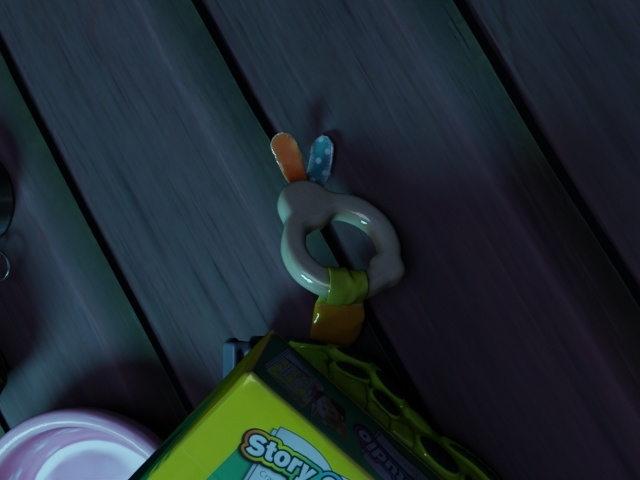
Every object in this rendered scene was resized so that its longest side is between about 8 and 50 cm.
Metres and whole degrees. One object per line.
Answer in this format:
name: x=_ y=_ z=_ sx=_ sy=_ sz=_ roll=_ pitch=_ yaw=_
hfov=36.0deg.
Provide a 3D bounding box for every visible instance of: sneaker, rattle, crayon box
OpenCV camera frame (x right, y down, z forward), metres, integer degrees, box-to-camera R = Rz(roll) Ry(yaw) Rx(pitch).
sneaker: x=0.058 y=0.220 z=0.992 sx=0.295 sy=0.109 sz=0.123 roll=43 pitch=113 yaw=3
rattle: x=0.000 y=0.000 z=1.053 sx=0.130 sy=0.143 sz=0.200 roll=-31 pitch=64 yaw=-12
crayon box: x=-0.019 y=0.320 z=0.927 sx=0.363 sy=0.106 sz=0.313 roll=42 pitch=107 yaw=-5

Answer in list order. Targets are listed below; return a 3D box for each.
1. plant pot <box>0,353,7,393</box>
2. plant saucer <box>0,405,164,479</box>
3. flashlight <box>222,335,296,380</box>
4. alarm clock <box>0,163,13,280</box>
plant pot: x=-0.482 y=0.179 z=1.188 sx=0.165 sy=0.167 sz=0.167 roll=-37 pitch=81 yaw=11
plant saucer: x=-0.256 y=0.353 z=1.147 sx=0.332 sy=0.084 sz=0.332 roll=1 pitch=94 yaw=21
flashlight: x=-0.056 y=0.257 z=1.061 sx=0.103 sy=0.103 sz=0.304 roll=1 pitch=89 yaw=-4
alarm clock: x=-0.434 y=-0.033 z=1.201 sx=0.129 sy=0.064 sz=0.192 roll=-36 pitch=84 yaw=19
